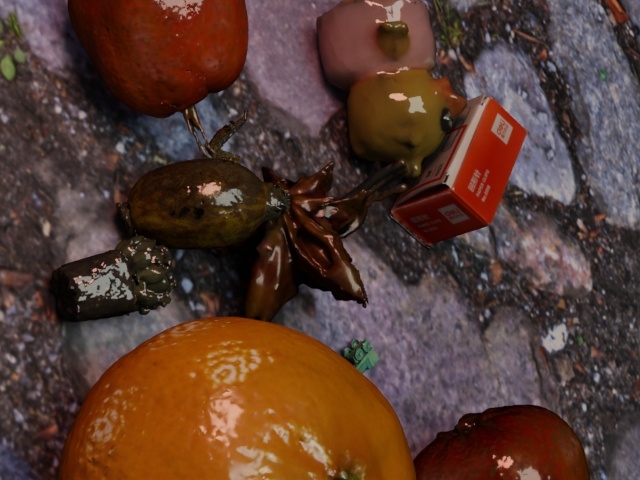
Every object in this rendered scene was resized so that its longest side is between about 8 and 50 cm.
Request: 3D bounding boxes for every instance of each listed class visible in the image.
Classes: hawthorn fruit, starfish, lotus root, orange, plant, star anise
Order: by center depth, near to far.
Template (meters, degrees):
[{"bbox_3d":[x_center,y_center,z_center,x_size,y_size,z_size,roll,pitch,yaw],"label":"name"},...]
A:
[{"bbox_3d":[-0.077,0.286,1.731,0.424,0.326,0.424,11,72,-37],"label":"orange"},{"bbox_3d":[-0.237,0.050,1.830,0.143,0.092,0.094,-18,82,-33],"label":"plant"},{"bbox_3d":[-0.140,-0.044,1.890,0.209,0.120,0.120,-6,79,-4],"label":"lotus root"},{"bbox_3d":[-0.183,-0.239,1.894,0.211,0.211,0.299,-23,102,-41],"label":"hawthorn fruit"},{"bbox_3d":[-0.125,-0.115,1.965,0.041,0.130,0.133,12,58,5],"label":"starfish"},{"bbox_3d":[0.002,-0.009,2.000,0.237,0.148,0.346,28,49,21],"label":"star anise"},{"bbox_3d":[0.242,0.370,2.024,0.254,0.254,0.300,-28,98,-41],"label":"hawthorn fruit"}]

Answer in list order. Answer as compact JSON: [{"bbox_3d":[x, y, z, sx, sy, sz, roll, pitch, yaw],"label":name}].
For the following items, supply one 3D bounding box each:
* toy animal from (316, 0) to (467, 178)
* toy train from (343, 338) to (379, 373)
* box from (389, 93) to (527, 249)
[{"bbox_3d":[0.095,-0.222,2.138,0.169,0.195,0.281,-21,86,-1],"label":"toy animal"},{"bbox_3d":[0.040,0.167,2.060,0.092,0.029,0.045,-49,124,-33],"label":"toy train"},{"bbox_3d":[0.189,-0.097,2.189,0.099,0.133,0.182,40,57,-22],"label":"box"}]
